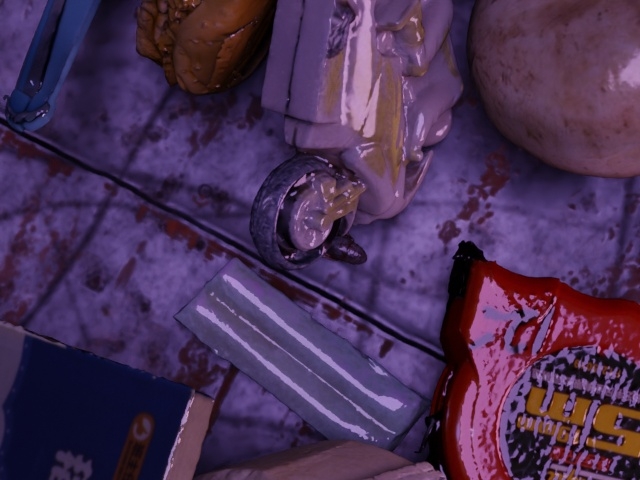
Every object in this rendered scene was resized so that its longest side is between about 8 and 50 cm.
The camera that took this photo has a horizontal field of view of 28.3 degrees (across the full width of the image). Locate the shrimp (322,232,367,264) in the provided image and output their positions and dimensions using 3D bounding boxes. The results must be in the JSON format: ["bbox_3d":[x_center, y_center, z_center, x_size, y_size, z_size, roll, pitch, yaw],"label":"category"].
[{"bbox_3d":[-0.002,-0.004,1.127,0.092,0.029,0.038,11,86,3],"label":"shrimp"}]

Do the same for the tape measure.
[{"bbox_3d":[0.203,0.152,1.074,0.253,0.114,0.260,15,82,-3],"label":"tape measure"}]

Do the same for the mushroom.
[{"bbox_3d":[0.221,-0.162,1.078,0.189,0.195,0.253,8,57,19],"label":"mushroom"}]

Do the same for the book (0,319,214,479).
[{"bbox_3d":[-0.285,0.205,0.976,0.428,0.039,0.300,13,83,37],"label":"book"}]

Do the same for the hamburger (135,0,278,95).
[{"bbox_3d":[-0.077,-0.222,1.054,0.108,0.214,0.213,29,85,1],"label":"hamburger"}]

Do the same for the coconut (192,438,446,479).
[{"bbox_3d":[-0.003,0.310,0.973,0.323,0.323,0.322,0,85,-2],"label":"coconut"}]

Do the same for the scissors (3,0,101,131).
[{"bbox_3d":[-0.178,-0.255,1.071,0.180,0.032,0.392,5,63,22],"label":"scissors"}]

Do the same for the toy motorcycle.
[{"bbox_3d":[0.046,-0.141,1.054,0.108,0.223,0.340,20,104,38],"label":"toy motorcycle"}]

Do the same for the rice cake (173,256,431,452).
[{"bbox_3d":[-0.017,0.107,1.111,0.226,0.040,0.085,37,86,1],"label":"rice cake"}]
